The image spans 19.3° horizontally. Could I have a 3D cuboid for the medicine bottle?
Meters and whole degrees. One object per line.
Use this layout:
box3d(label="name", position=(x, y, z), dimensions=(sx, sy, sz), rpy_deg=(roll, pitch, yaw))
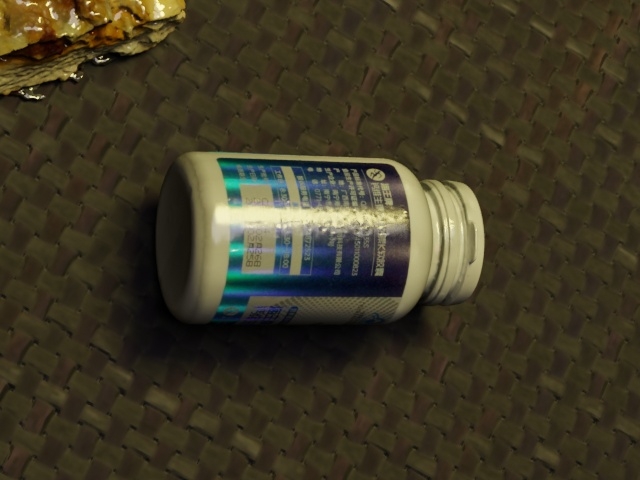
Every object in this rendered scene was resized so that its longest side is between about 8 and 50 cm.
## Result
box3d(label="medicine bottle", position=(0.000, 0.000, 1.181), dimensions=(0.191, 0.107, 0.107), rpy_deg=(1, 76, -20))

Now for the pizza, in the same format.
box3d(label="pizza", position=(-0.190, -0.149, 1.169), dimensions=(0.154, 0.069, 0.194), rpy_deg=(48, 64, -4))
